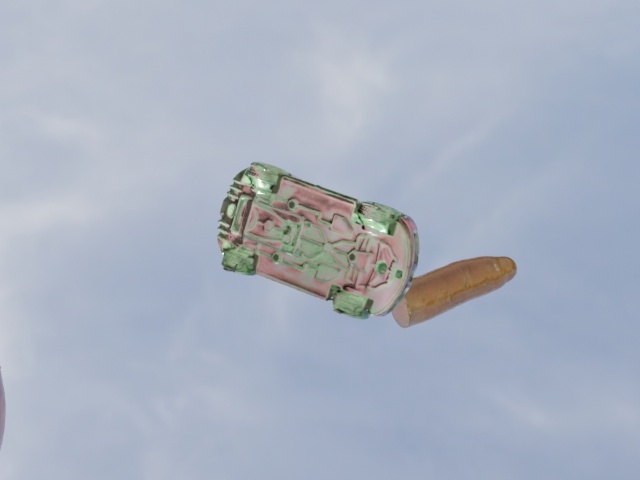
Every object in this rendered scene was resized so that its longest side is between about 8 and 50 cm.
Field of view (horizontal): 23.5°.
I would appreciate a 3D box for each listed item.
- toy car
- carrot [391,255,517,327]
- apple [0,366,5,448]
[{"bbox_3d":[0.000,0.000,0.930,0.142,0.069,0.055,21,-173,30],"label":"toy car"},{"bbox_3d":[0.131,0.042,1.498,0.139,0.048,0.048,-20,-138,-26],"label":"carrot"},{"bbox_3d":[-0.367,0.147,1.152,0.272,0.251,0.206,-33,-151,18],"label":"apple"}]
